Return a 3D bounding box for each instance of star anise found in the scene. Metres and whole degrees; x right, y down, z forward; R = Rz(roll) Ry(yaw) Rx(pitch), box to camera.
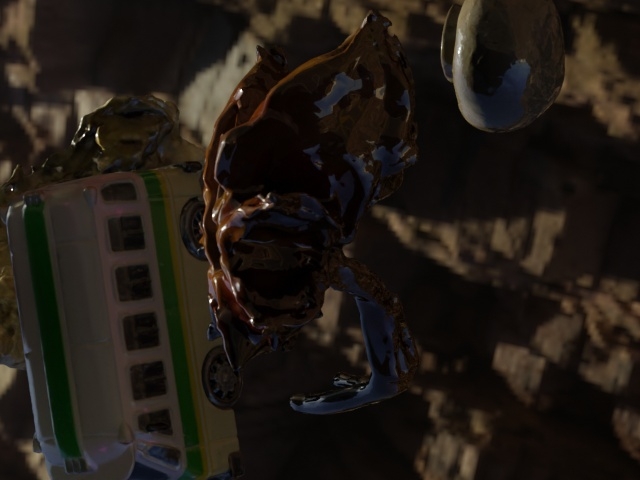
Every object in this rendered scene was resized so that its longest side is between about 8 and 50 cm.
[{"bbox_3d":[-0.011,0.003,1.084,0.148,0.346,0.237,-4,-139,-1],"label":"star anise"}]

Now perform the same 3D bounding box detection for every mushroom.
[{"bbox_3d":[0.200,-0.204,1.842,0.141,0.188,0.117,6,-153,19],"label":"mushroom"}]

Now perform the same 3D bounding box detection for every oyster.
[{"bbox_3d":[-0.256,0.010,1.809,0.351,0.238,0.115,-44,-158,-20],"label":"oyster"}]

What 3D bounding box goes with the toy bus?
[{"bbox_3d":[-0.185,0.088,1.515,0.143,0.305,0.179,-9,178,35],"label":"toy bus"}]
